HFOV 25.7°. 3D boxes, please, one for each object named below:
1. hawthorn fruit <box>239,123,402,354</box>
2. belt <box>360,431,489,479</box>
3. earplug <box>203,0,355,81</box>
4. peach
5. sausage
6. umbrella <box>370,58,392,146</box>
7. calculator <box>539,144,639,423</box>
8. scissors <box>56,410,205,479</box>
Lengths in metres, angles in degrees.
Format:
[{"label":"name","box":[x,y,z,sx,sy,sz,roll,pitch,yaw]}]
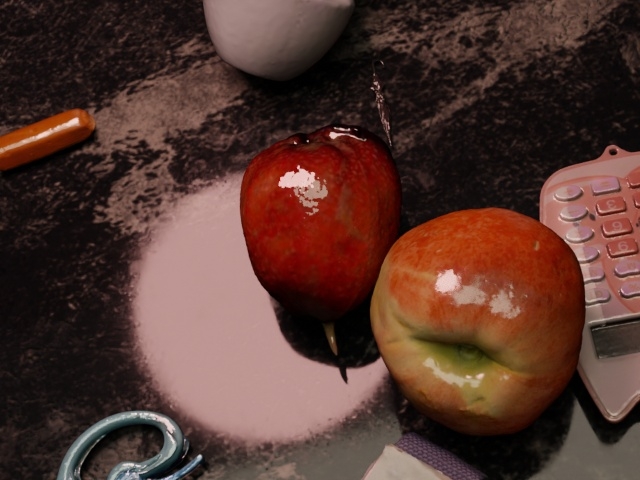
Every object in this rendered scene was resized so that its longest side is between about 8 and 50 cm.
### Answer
[{"label":"hawthorn fruit","box":[0.000,0.000,1.538,0.189,0.189,0.251,0,85,8]},{"label":"belt","box":[0.078,0.312,1.392,0.126,0.139,0.230,30,71,20]},{"label":"earplug","box":[-0.017,-0.335,1.695,0.214,0.175,0.325,24,62,22]},{"label":"peach","box":[0.166,0.074,1.456,0.232,0.257,0.232,5,112,14]},{"label":"sausage","box":[-0.337,-0.124,1.702,0.131,0.041,0.039,-22,43,-3]},{"label":"umbrella","box":[0.072,-0.166,1.680,0.022,0.013,0.122,2,63,-15]},{"label":"calculator","box":[0.358,0.038,1.531,0.220,0.048,0.330,-10,62,5]},{"label":"scissors","box":[-0.302,0.321,1.501,0.393,0.032,0.180,-27,64,-4]}]
